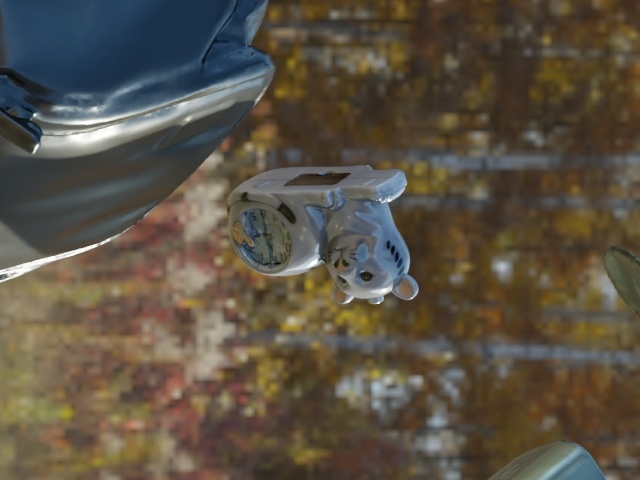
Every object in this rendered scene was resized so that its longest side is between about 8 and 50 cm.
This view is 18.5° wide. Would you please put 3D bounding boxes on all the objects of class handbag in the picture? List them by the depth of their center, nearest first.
[{"bbox_3d":[-0.133,-0.085,1.054,0.302,0.178,0.275,-40,-148,49],"label":"handbag"}]

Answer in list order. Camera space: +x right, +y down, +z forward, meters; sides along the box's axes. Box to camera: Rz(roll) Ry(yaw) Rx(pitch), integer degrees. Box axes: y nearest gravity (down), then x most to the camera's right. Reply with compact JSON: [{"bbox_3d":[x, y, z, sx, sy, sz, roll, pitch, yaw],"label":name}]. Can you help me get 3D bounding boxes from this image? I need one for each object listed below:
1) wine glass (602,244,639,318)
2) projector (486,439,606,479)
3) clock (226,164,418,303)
[{"bbox_3d":[0.327,-0.017,1.548,0.093,0.202,0.093,51,-11,14],"label":"wine glass"},{"bbox_3d":[0.195,0.330,1.691,0.250,0.198,0.108,58,-31,-3],"label":"projector"},{"bbox_3d":[0.000,0.000,1.718,0.080,0.176,0.117,-35,120,-55],"label":"clock"}]
